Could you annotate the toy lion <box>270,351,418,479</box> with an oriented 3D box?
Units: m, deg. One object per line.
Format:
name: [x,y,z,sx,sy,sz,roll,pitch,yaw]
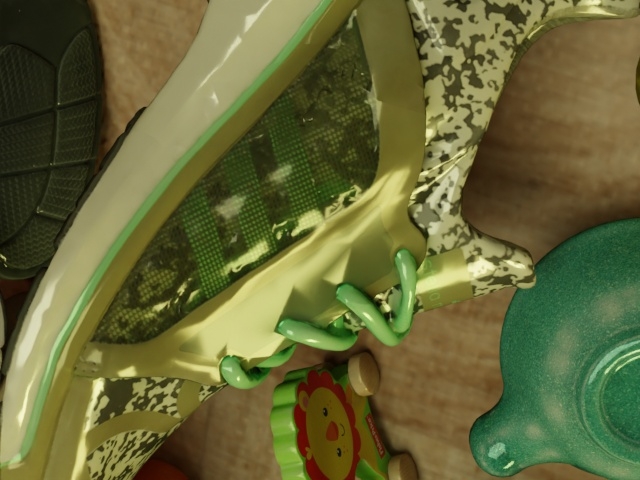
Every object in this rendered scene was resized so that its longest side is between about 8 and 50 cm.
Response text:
toy lion: [0.008,0.109,0.717,0.034,0.096,0.100,-15,104,27]

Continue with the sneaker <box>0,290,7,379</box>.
sneaker: [-0.264,0.092,0.707,0.099,0.121,0.262,48,115,19]

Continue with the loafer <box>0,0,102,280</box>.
loafer: [-0.175,-0.115,0.723,0.084,0.096,0.268,14,110,39]

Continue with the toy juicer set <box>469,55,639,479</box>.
toy juicer set: [0.184,0.072,0.641,0.209,0.089,0.329,25,110,-2]

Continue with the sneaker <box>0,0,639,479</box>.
sneaker: [0.000,0.000,0.599,0.182,0.158,0.410,31,100,2]

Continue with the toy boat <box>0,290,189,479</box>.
toy boat: [-0.134,0.149,0.772,0.151,0.151,0.231,-31,55,39]
